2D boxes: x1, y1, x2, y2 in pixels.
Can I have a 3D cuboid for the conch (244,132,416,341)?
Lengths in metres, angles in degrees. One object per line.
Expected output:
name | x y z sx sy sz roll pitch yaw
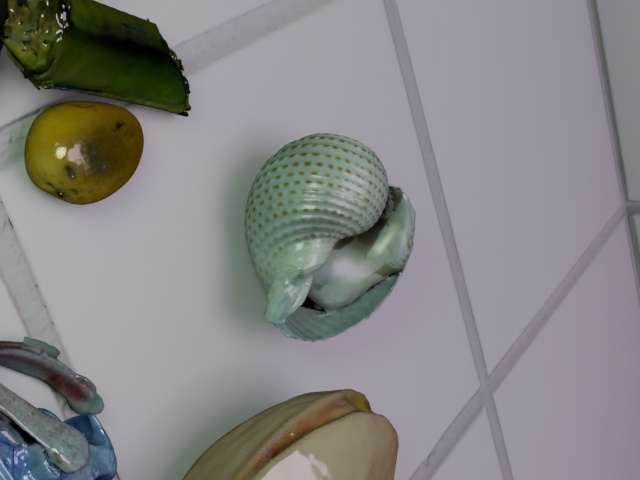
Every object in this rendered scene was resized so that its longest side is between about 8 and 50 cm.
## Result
conch | -0.007 -0.008 1.573 0.319 0.215 0.303 -51 132 -7

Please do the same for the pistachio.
pistachio | -0.052 0.408 1.456 0.446 0.281 0.365 -29 140 -41

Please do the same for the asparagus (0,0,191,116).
asparagus | -0.263 -0.240 1.265 0.382 0.108 0.128 1 97 -66

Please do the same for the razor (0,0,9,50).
razor | -0.485 -0.280 1.019 0.349 0.114 0.204 46 52 -42

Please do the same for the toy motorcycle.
toy motorcycle | -0.339 0.238 1.156 0.319 0.182 0.241 48 54 -40

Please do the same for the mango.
mango | -0.302 -0.123 1.275 0.195 0.098 0.137 -43 119 -49
